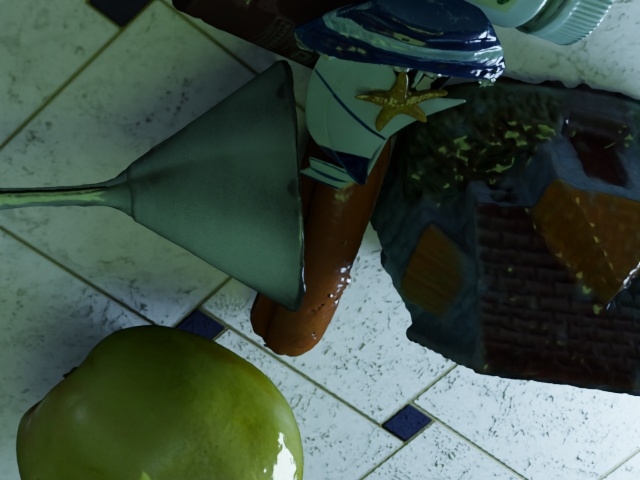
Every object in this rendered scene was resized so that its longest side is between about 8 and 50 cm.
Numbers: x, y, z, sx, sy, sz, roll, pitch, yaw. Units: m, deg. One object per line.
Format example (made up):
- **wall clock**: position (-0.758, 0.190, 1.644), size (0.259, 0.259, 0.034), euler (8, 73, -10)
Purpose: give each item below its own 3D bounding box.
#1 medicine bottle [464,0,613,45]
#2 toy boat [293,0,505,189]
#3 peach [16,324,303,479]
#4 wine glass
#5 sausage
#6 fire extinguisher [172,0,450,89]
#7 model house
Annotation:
- **medicine bottle**: position (0.133, -0.310, 1.854), size (0.318, 0.158, 0.158), euler (13, 124, -24)
- **toy boat**: position (0.055, -0.148, 1.903), size (0.221, 0.067, 0.291), euler (9, 146, -17)
- **peach**: position (-0.176, 0.244, 2.137), size (0.316, 0.314, 0.281), euler (35, 103, 10)
- **wine glass**: position (-0.227, -0.050, 1.932), size (0.406, 0.267, 0.267), euler (-2, 129, -6)
- **sausage**: position (0.000, 0.000, 2.116), size (0.102, 0.102, 0.330), euler (6, 126, -19)
- **fire extinguisher**: position (0.012, -0.227, 1.928), size (0.337, 0.135, 0.114), euler (21, 79, -26)
- **model house**: position (0.266, 0.041, 2.049), size (0.360, 0.339, 0.297), euler (10, 127, -23)
